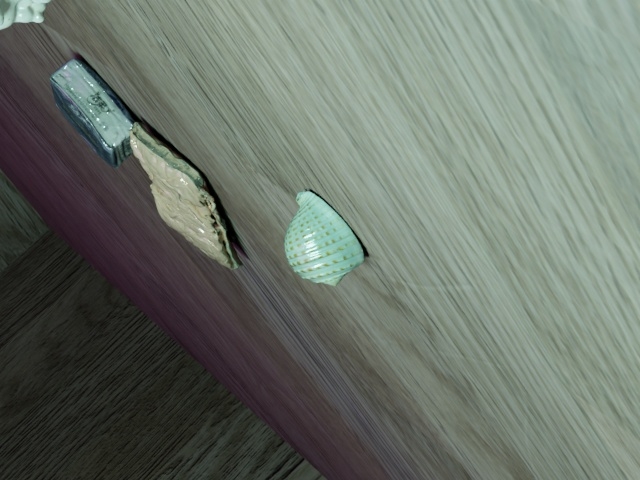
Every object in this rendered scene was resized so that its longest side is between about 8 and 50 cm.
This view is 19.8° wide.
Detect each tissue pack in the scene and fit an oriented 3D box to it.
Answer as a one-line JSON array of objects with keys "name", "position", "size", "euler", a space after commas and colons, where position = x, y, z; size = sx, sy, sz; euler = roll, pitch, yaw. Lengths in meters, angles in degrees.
[{"name": "tissue pack", "position": [-0.261, -0.146, 2.126], "size": [0.112, 0.051, 0.156], "euler": [48, 171, 1]}]

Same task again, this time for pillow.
[{"name": "pillow", "position": [-0.153, -0.045, 2.100], "size": [0.126, 0.043, 0.232], "euler": [38, 165, 23]}]

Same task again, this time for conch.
[{"name": "conch", "position": [-0.002, 0.004, 1.589], "size": [0.085, 0.056, 0.076], "euler": [51, 157, -23]}]

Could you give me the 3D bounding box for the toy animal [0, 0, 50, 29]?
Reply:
[{"name": "toy animal", "position": [-0.305, -0.240, 1.776], "size": [0.131, 0.104, 0.221], "euler": [44, 171, 12]}]
